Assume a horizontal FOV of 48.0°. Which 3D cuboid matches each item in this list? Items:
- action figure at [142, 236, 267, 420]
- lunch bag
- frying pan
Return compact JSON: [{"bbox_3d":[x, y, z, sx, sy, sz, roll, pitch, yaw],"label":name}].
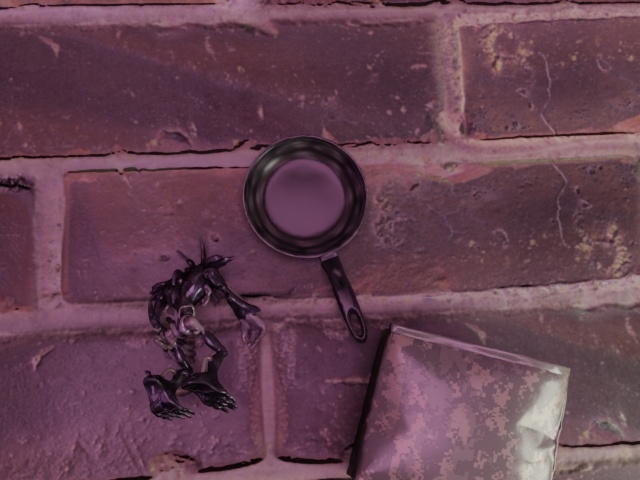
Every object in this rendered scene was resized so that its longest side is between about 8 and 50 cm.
[{"bbox_3d":[-0.177,0.130,1.049,0.164,0.141,0.276,-21,42,18],"label":"action figure"},{"bbox_3d":[0.206,0.266,1.044,0.286,0.169,0.235,14,79,2],"label":"lunch bag"},{"bbox_3d":[0.020,-0.022,1.135,0.197,0.053,0.326,-42,88,-10],"label":"frying pan"}]
